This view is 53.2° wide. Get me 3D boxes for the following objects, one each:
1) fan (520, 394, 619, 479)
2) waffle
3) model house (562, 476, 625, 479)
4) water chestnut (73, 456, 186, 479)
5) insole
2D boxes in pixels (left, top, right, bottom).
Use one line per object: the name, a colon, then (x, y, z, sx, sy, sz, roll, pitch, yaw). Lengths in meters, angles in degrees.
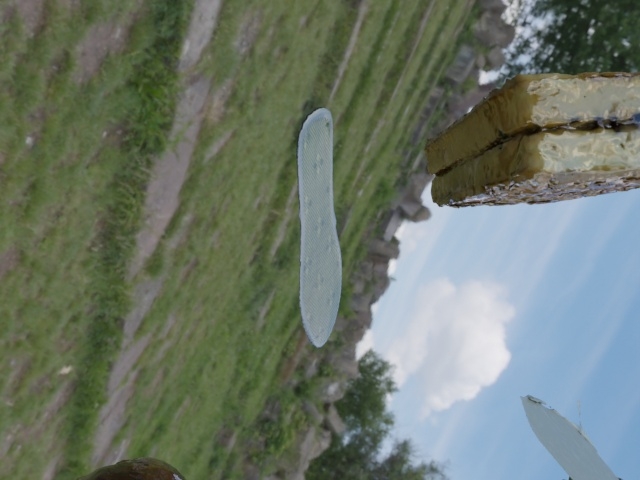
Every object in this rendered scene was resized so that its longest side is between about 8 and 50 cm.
fan: (0.319, 0.244, 0.789, 0.010, 0.182, 0.310, -47, 166, 17)
waffle: (0.236, -0.085, 0.623, 0.308, 0.213, 0.091, -178, -95, -85)
model house: (0.516, 0.543, 1.139, 0.215, 0.199, 0.224, 14, 89, -61)
water chestnut: (-0.303, 0.419, 0.793, 0.350, 0.302, 0.350, -42, -156, 24)
insole: (0.000, 0.000, 0.749, 0.109, 0.007, 0.322, -47, 143, -48)
